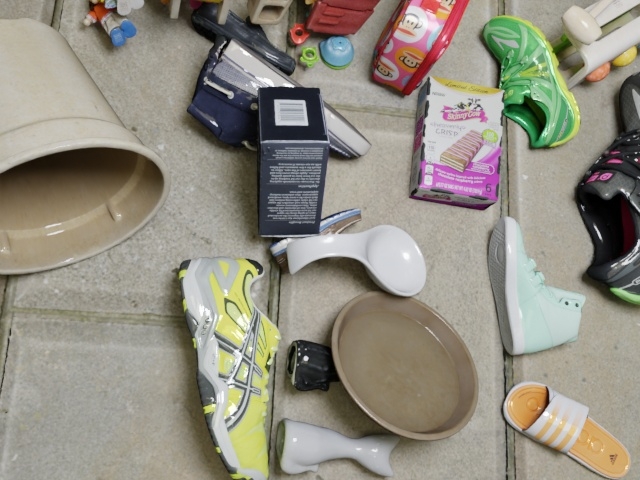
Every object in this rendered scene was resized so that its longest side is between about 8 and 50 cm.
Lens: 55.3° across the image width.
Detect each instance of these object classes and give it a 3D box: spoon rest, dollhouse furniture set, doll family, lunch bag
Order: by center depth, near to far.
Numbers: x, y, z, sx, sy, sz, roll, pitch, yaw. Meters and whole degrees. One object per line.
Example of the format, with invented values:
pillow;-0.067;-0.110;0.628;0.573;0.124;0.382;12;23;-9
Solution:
spoon rest;0.080;0.030;1.063;0.276;0.084;0.137;5;64;-32
dollhouse furniture set;-0.080;-0.502;1.074;0.374;0.152;0.201;-3;72;-26
doll family;-0.328;-0.484;1.117;0.263;0.118;0.163;-30;58;-15
lunch bag;0.207;-0.443;1.139;0.120;0.258;0.293;27;75;-2

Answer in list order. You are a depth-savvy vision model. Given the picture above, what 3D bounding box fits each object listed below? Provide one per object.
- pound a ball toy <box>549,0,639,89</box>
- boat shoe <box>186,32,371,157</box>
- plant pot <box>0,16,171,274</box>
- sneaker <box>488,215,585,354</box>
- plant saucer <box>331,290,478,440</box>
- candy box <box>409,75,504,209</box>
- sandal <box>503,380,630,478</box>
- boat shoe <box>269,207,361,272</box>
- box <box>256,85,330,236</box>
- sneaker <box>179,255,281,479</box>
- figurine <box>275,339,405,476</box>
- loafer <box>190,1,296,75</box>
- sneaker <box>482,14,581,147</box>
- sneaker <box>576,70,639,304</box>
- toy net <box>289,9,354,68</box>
pound a ball toy;0.589;-0.418;1.224;0.319;0.208;0.135;-32;84;-15
boat shoe;-0.081;-0.217;1.127;0.340;0.127;0.158;33;105;-14
plant pot;-0.449;-0.163;0.958;0.334;0.334;0.305;-24;71;-14
sneaker;0.404;0.076;1.138;0.151;0.094;0.256;-7;88;-5
plant saucer;0.139;0.209;1.034;0.278;0.041;0.278;16;45;-17
candy box;0.266;-0.189;1.188;0.159;0.071;0.233;8;76;-7
sandal;0.460;0.339;1.097;0.265;0.076;0.102;30;74;-2
boat shoe;0.000;0.000;1.110;0.183;0.066;0.066;-26;95;-12
box;-0.052;-0.129;1.027;0.108;0.207;0.153;-1;47;-7
sneaker;-0.128;0.204;0.996;0.147;0.145;0.384;-12;81;-12
figurine;0.042;0.289;1.038;0.209;0.092;0.215;10;77;-11
loafer;-0.139;-0.391;1.163;0.223;0.076;0.078;31;82;2
sneaker;0.407;-0.319;1.222;0.123;0.109;0.295;-26;83;-18
sneaker;0.612;-0.124;1.175;0.202;0.185;0.482;13;74;-11
toy net;-0.015;-0.448;1.216;0.122;0.045;0.232;-16;79;-11
